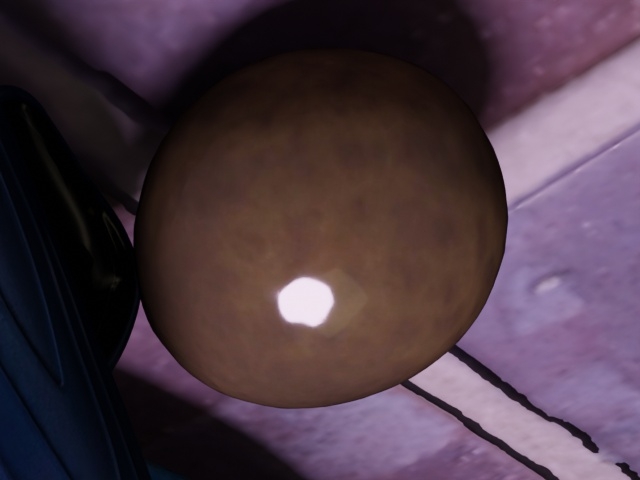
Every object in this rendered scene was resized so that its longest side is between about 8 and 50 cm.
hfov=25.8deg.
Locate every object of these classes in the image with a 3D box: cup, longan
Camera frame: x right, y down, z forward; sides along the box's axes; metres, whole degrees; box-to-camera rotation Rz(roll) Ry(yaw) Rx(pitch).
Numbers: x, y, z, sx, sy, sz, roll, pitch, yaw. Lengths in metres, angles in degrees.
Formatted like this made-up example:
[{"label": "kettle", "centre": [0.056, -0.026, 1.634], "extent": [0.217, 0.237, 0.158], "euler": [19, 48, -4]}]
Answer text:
[{"label": "cup", "centre": [-0.098, 0.019, 0.339], "extent": [0.150, 0.113, 0.138], "euler": [-29, 107, -28]}, {"label": "longan", "centre": [0.000, 0.000, 0.394], "extent": [0.106, 0.106, 0.119], "euler": [-12, 159, 0]}]

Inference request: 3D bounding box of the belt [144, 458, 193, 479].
[{"label": "belt", "centre": [-0.163, 0.194, 0.521], "extent": [0.300, 0.173, 0.436], "euler": [-27, 137, 26]}]
